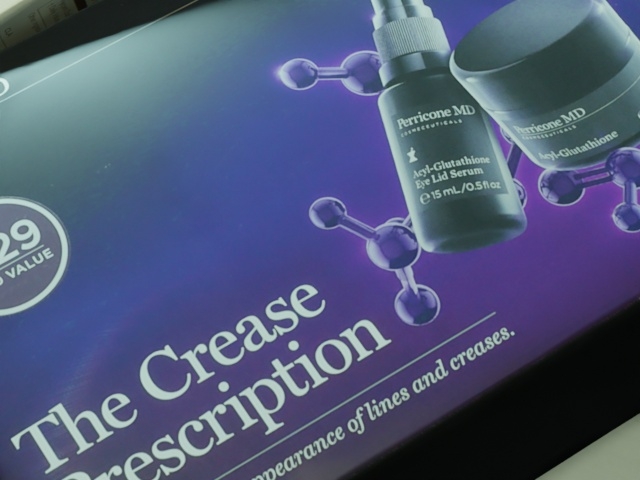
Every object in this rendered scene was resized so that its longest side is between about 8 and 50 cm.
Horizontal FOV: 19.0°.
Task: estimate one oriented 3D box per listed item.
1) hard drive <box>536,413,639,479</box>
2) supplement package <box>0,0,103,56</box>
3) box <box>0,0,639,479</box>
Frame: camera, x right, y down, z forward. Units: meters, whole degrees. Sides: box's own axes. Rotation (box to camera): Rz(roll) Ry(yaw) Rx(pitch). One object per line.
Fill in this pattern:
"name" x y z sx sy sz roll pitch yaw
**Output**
"hard drive" 0.126 0.176 0.617 0.353 0.047 0.233 21 66 4
"supplement package" -0.150 -0.097 0.652 0.244 0.134 0.139 -34 81 -6
"box" 0.000 0.000 0.607 0.261 0.103 0.184 -30 62 -16
